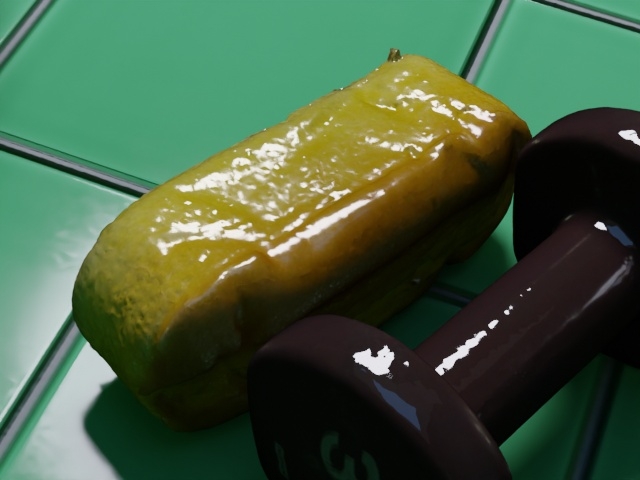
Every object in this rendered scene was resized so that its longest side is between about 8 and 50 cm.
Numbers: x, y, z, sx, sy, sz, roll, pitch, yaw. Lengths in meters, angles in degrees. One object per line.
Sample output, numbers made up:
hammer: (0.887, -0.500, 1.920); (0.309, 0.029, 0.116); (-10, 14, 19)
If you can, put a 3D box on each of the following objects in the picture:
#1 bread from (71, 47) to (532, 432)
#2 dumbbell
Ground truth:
bread: (0.000, 0.000, 0.701); (0.245, 0.102, 0.094); (-32, 53, -30)
dumbbell: (0.085, 0.047, 0.642); (0.124, 0.140, 0.225); (32, 54, 32)
